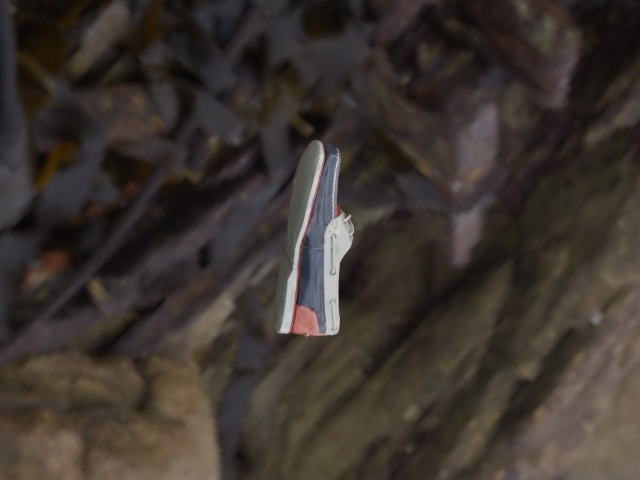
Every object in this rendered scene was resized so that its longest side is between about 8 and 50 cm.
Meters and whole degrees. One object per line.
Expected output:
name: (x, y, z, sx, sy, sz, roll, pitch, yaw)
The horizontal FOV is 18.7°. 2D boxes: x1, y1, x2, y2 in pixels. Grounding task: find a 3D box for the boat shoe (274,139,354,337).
boat shoe: (0.000, 0.000, 1.276, 0.043, 0.049, 0.137, 5, 109, -12)
